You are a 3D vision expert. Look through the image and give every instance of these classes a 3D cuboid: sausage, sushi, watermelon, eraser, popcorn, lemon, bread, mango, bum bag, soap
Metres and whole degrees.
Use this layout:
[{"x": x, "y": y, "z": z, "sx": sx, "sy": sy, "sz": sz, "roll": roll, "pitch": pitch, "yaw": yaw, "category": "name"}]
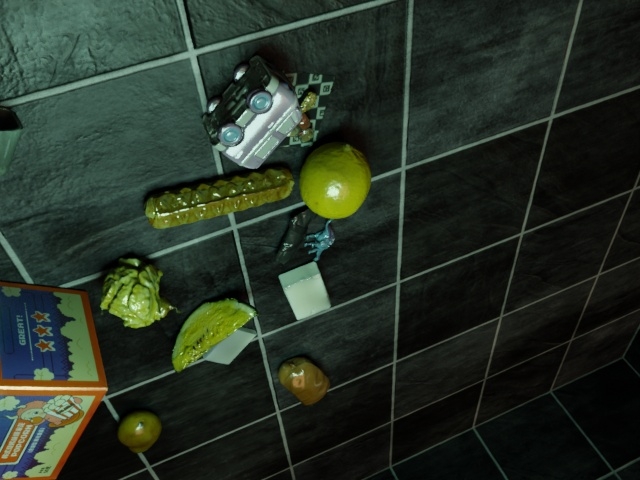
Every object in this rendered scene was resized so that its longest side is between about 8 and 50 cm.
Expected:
[{"x": -0.057, "y": 0.486, "z": 2.134, "sx": 0.136, "sy": 0.120, "sz": 0.241, "roll": -46, "pitch": 140, "yaw": -6, "category": "sausage"}, {"x": -0.044, "y": -0.294, "z": 1.424, "sx": 0.139, "sy": 0.031, "sz": 0.201, "roll": -5, "pitch": 133, "yaw": -27, "category": "sushi"}, {"x": -0.300, "y": 0.251, "z": 1.738, "sx": 0.301, "sy": 0.129, "sz": 0.123, "roll": -36, "pitch": 137, "yaw": 13, "category": "watermelon"}, {"x": -0.280, "y": 0.323, "z": 1.905, "sx": 0.150, "sy": 0.023, "sz": 0.103, "roll": -47, "pitch": 137, "yaw": 18, "category": "eraser"}, {"x": -0.447, "y": 0.146, "z": 1.510, "sx": 0.173, "sy": 0.168, "sz": 0.195, "roll": -18, "pitch": 137, "yaw": -12, "category": "popcorn"}, {"x": 0.038, "y": -0.150, "z": 1.510, "sx": 0.178, "sy": 0.178, "sz": 0.203, "roll": -5, "pitch": 134, "yaw": -28, "category": "lemon"}, {"x": -0.234, "y": -0.104, "z": 1.462, "sx": 0.367, "sy": 0.084, "sz": 0.077, "roll": -16, "pitch": 177, "yaw": -20, "category": "bread"}, {"x": -0.574, "y": 0.611, "z": 1.960, "sx": 0.136, "sy": 0.099, "sz": 0.228, "roll": -17, "pitch": 146, "yaw": -23, "category": "mango"}, {"x": -0.074, "y": -0.013, "z": 1.680, "sx": 0.087, "sy": 0.049, "sz": 0.198, "roll": -21, "pitch": 145, "yaw": -51, "category": "bum bag"}, {"x": -0.042, "y": 0.154, "z": 1.844, "sx": 0.121, "sy": 0.064, "sz": 0.183, "roll": -21, "pitch": 139, "yaw": -3, "category": "soap"}]

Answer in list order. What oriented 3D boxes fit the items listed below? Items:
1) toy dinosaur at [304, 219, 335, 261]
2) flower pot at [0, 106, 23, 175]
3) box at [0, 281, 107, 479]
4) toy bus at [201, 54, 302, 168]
[{"x": 0.000, "y": 0.000, "z": 1.740, "sx": 0.080, "sy": 0.045, "sz": 0.197, "roll": -13, "pitch": 145, "yaw": -30, "category": "toy dinosaur"}, {"x": -0.663, "y": -0.190, "z": 1.089, "sx": 0.229, "sy": 0.103, "sz": 0.108, "roll": 9, "pitch": 126, "yaw": -39, "category": "flower pot"}, {"x": -0.700, "y": 0.327, "z": 1.421, "sx": 0.256, "sy": 0.319, "sz": 0.349, "roll": 14, "pitch": 123, "yaw": -38, "category": "box"}, {"x": -0.140, "y": -0.272, "z": 1.307, "sx": 0.202, "sy": 0.142, "sz": 0.142, "roll": -45, "pitch": 132, "yaw": 17, "category": "toy bus"}]
